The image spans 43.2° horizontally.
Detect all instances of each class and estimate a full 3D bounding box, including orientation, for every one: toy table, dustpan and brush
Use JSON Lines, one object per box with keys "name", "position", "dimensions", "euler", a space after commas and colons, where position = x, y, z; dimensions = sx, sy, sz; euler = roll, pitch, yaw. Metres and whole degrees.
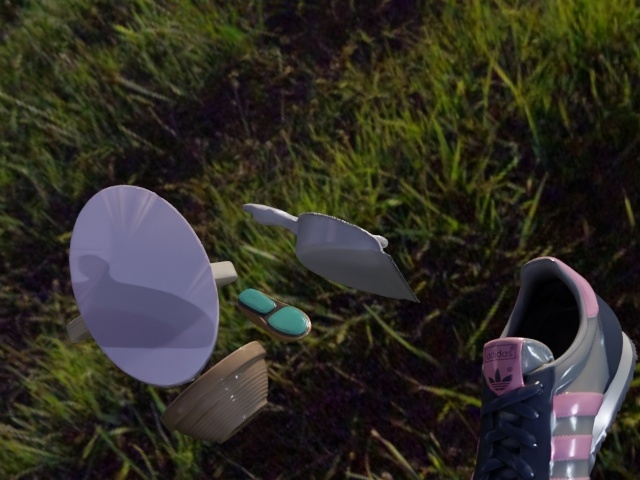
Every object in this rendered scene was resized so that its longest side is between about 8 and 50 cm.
{"name": "toy table", "position": [-0.236, 0.075, 1.108], "dimensions": [0.252, 0.161, 0.274], "euler": [-10, 75, -8]}
{"name": "dustpan and brush", "position": [0.000, 0.000, 0.869], "dimensions": [0.211, 0.147, 0.060], "euler": [9, 70, 24]}

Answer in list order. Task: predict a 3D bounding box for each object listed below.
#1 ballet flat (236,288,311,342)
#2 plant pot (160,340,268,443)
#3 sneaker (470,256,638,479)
{"name": "ballet flat", "position": [-0.089, 0.168, 1.689], "dimensions": [0.080, 0.073, 0.232], "euler": [-32, 36, -24]}
{"name": "plant pot", "position": [-0.178, 0.308, 1.543], "dimensions": [0.237, 0.237, 0.109], "euler": [-40, 80, -7]}
{"name": "sneaker", "position": [0.151, 0.150, 0.625], "dimensions": [0.112, 0.131, 0.319], "euler": [-14, 34, 41]}
